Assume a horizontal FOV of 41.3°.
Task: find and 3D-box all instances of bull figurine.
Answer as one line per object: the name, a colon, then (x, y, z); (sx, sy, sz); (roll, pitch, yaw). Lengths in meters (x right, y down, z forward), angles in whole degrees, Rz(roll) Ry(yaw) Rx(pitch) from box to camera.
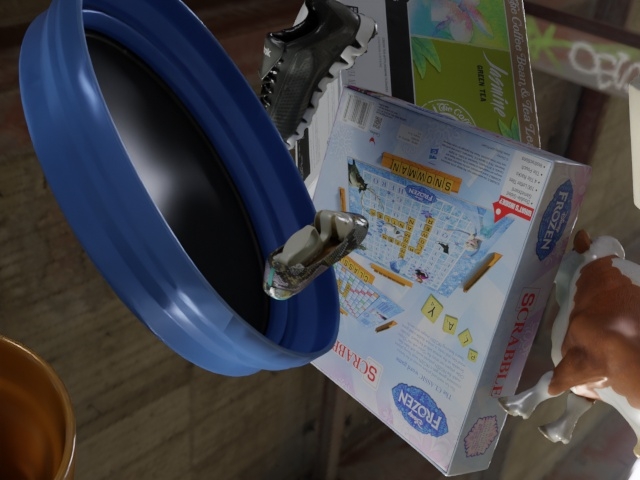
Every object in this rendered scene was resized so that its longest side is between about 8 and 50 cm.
bull figurine: (0.285, 0.130, 0.761); (0.188, 0.310, 0.101); (-51, -38, 7)

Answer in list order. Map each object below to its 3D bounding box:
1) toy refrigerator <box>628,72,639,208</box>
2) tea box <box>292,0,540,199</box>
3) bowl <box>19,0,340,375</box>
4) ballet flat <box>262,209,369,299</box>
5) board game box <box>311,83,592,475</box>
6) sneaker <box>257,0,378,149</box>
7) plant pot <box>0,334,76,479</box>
toy refrigerator: (0.444, -0.115, 1.018); (0.102, 0.094, 0.269); (-40, -34, -4)
tea box: (0.139, -0.225, 1.324); (0.324, 0.329, 0.220); (4, -20, -18)
bowl: (-0.112, -0.058, 0.763); (0.077, 0.391, 0.391); (-27, -30, 16)
ballet flat: (0.000, 0.000, 0.628); (0.114, 0.041, 0.041); (-40, -38, -39)
board game box: (0.096, 0.025, 0.902); (0.066, 0.319, 0.318); (5, -72, -38)
sneaker: (-0.041, -0.195, 1.015); (0.106, 0.078, 0.234); (32, -79, -32)
plant pot: (-0.292, 0.203, 0.652); (0.205, 0.205, 0.188); (-30, -32, -37)
